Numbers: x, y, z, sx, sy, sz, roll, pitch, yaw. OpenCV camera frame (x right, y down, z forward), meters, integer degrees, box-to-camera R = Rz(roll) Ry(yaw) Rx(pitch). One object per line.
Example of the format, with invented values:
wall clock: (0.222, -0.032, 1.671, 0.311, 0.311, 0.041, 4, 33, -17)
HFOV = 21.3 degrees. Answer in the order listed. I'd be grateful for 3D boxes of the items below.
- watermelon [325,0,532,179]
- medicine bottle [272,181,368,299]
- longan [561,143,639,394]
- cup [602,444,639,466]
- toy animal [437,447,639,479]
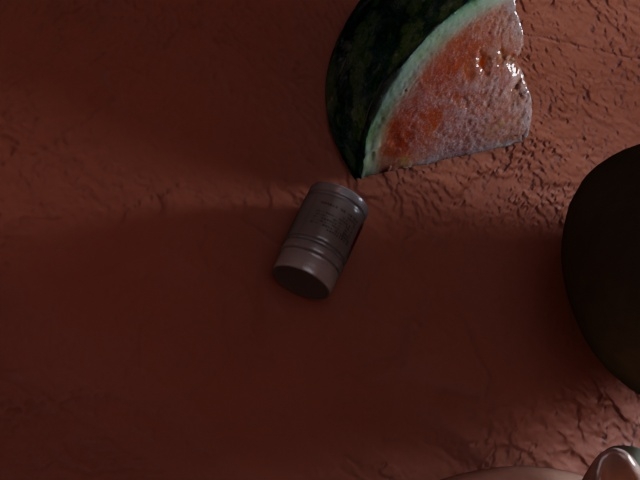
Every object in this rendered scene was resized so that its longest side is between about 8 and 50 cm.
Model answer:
watermelon: (0.106, -0.140, 1.564, 0.202, 0.136, 0.207, 20, 81, -1)
medicine bottle: (0.000, 0.000, 1.510, 0.058, 0.058, 0.091, 27, 66, -4)
longan: (0.339, 0.028, 1.501, 0.258, 0.258, 0.258, 5, 69, -13)
cup: (0.264, 0.234, 1.493, 0.054, 0.075, 0.083, 9, 45, 13)
toy animal: (0.137, 0.292, 1.368, 0.256, 0.195, 0.213, -11, 81, -22)
